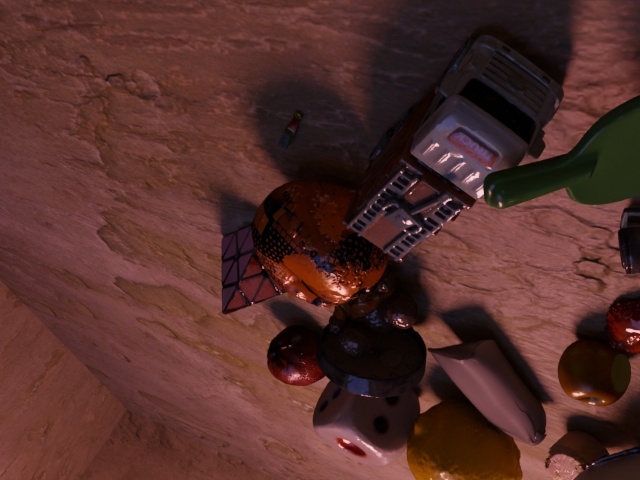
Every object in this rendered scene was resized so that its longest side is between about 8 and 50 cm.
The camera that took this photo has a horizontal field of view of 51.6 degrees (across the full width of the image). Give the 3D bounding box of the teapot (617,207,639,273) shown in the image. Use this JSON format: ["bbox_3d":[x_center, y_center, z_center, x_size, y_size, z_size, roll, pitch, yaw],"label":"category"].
[{"bbox_3d":[0.407,-0.002,0.834,0.057,0.066,0.087,-7,113,21],"label":"teapot"}]

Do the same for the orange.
[{"bbox_3d":[0.000,0.000,1.075,0.235,0.182,0.234,26,162,9],"label":"orange"}]

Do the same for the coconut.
[{"bbox_3d":[0.527,0.451,1.351,0.116,0.122,0.116,13,109,43],"label":"coconut"}]

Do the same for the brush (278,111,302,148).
[{"bbox_3d":[-0.046,-0.169,1.021,0.019,0.021,0.083,35,150,-2],"label":"brush"}]

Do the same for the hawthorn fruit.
[{"bbox_3d":[-0.043,0.283,1.594,0.172,0.148,0.148,24,156,-28],"label":"hawthorn fruit"}]

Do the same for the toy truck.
[{"bbox_3d":[0.145,-0.096,0.815,0.136,0.162,0.305,34,150,-5],"label":"toy truck"}]

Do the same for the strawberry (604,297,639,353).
[{"bbox_3d":[0.475,0.134,0.982,0.104,0.048,0.152,29,147,10],"label":"strawberry"}]

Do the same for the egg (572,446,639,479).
[{"bbox_3d":[0.622,0.575,1.126,0.355,0.339,0.354,3,137,2],"label":"egg"}]

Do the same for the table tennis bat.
[{"bbox_3d":[0.289,-0.083,0.685,0.257,0.039,0.160,-16,143,-7],"label":"table tennis bat"}]

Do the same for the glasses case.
[{"bbox_3d":[0.335,0.284,1.302,0.128,0.083,0.308,2,140,50],"label":"glasses case"}]

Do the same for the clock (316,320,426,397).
[{"bbox_3d":[0.100,0.215,1.284,0.215,0.215,0.041,18,122,21],"label":"clock"}]

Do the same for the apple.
[{"bbox_3d":[0.444,0.218,1.080,0.114,0.102,0.099,40,152,-30],"label":"apple"}]

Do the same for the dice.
[{"bbox_3d":[0.110,0.417,1.596,0.194,0.191,0.193,39,151,-11],"label":"dice"}]

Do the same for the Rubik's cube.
[{"bbox_3d":[-0.147,0.008,1.363,0.178,0.211,0.190,33,124,39],"label":"Rubik's cube"}]

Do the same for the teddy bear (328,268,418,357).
[{"bbox_3d":[0.072,0.100,1.230,0.190,0.140,0.177,45,118,-8],"label":"teddy bear"}]

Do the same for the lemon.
[{"bbox_3d":[0.314,0.478,1.469,0.288,0.233,0.234,45,148,-16],"label":"lemon"}]
